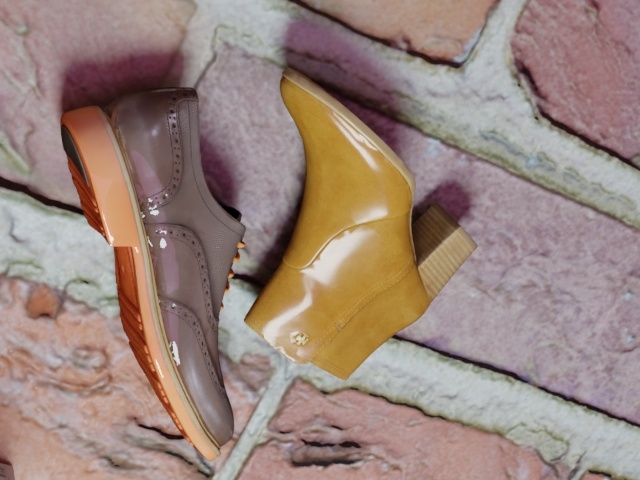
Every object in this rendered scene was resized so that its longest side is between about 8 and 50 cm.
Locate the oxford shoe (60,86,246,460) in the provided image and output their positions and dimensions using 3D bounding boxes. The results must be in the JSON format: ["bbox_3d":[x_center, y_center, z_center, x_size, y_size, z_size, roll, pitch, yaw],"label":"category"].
[{"bbox_3d":[-0.118,0.037,1.165,0.133,0.130,0.363,-22,118,-17],"label":"oxford shoe"}]

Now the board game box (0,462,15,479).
[{"bbox_3d":[-0.343,0.272,1.082,0.193,0.305,0.053,20,108,-26],"label":"board game box"}]

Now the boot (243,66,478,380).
[{"bbox_3d":[0.000,0.000,1.202,0.211,0.104,0.295,-44,124,2],"label":"boot"}]
